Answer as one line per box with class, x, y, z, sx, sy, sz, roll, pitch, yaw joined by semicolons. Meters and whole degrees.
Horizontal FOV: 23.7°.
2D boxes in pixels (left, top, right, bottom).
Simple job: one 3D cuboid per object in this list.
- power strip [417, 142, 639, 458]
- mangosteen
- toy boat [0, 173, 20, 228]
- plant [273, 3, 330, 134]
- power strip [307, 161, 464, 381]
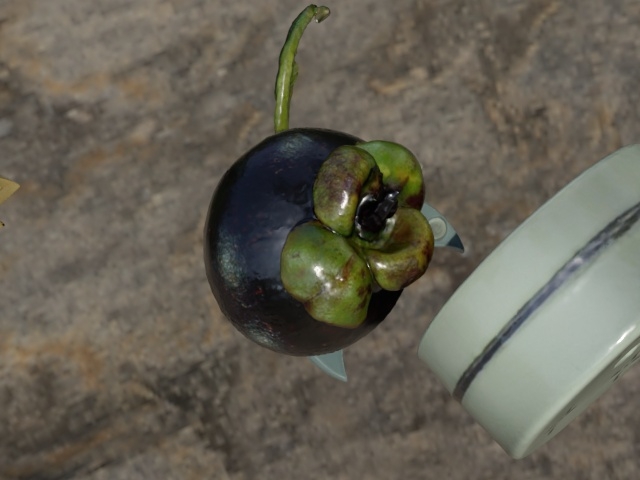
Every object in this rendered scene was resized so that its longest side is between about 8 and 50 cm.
power strip;0.266;0.072;1.617;0.357;0.357;0.161;-37;74;-23
mangosteen;0.000;0.000;1.438;0.243;0.243;0.243;-12;37;9
toy boat;-0.448;-0.015;1.819;0.057;0.077;0.200;29;54;36
plant;-0.063;-0.094;1.893;0.180;0.333;0.251;-12;14;35
power strip;0.051;0.024;1.725;0.253;0.167;0.054;-50;20;-8
